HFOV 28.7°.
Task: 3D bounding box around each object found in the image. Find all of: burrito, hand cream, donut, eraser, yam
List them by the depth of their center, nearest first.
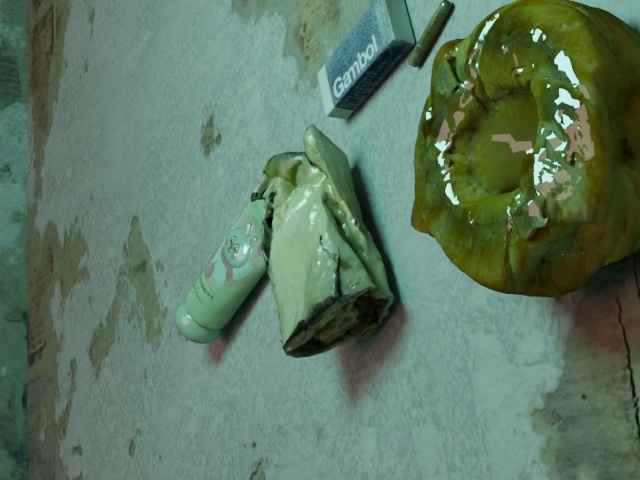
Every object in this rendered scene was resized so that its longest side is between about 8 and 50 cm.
[{"bbox_3d":[0.259,-0.107,1.450,0.360,0.170,0.361,-19,67,55],"label":"donut"},{"bbox_3d":[0.158,-0.300,1.814,0.116,0.021,0.021,-60,38,36],"label":"yam"},{"bbox_3d":[0.003,-0.001,1.920,0.190,0.135,0.332,-47,45,42],"label":"burrito"},{"bbox_3d":[0.068,-0.283,1.943,0.212,0.046,0.092,-45,47,48],"label":"eraser"},{"bbox_3d":[-0.160,0.063,2.258,0.306,0.093,0.147,-53,43,29],"label":"hand cream"}]

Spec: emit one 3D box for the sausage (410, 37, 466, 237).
[{"bbox_3d":[0.184,-0.135,1.663,0.109,0.108,0.271,16,99,60],"label":"sausage"}]
